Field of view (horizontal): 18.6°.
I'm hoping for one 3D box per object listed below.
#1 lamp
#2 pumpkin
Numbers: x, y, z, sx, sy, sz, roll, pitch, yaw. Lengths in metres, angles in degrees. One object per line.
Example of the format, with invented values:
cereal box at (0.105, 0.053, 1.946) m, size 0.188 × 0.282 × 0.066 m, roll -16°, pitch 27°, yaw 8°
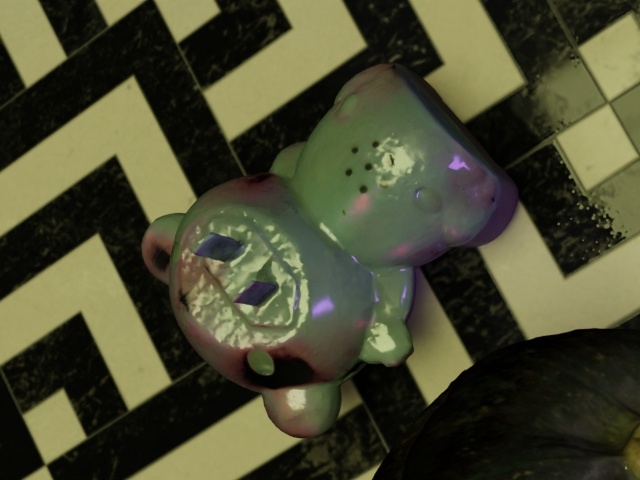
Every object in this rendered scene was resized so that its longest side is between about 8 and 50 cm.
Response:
lamp at (0.000, 0.000, 1.669) m, size 0.301 × 0.247 × 0.247 m, roll -43°, pitch 75°, yaw 11°
pumpkin at (0.232, 0.270, 1.455) m, size 0.454 × 0.454 × 0.344 m, roll 24°, pitch 132°, yaw 24°
